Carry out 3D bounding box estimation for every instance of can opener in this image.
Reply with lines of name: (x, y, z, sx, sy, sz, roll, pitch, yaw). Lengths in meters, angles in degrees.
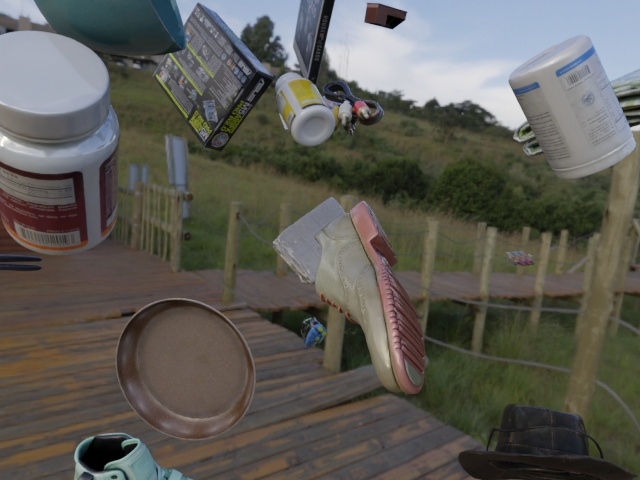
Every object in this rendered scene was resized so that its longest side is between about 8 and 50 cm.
can opener: (-0.881, 0.063, 1.321, 0.186, 0.059, 0.073, -5, 2, -36)

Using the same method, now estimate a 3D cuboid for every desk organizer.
desk organizer: (0.183, -0.626, 1.329, 0.130, 0.050, 0.047, -11, 28, -42)

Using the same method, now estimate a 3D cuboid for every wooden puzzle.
wooden puzzle: (0.482, 0.044, 1.149, 0.083, 0.006, 0.049, -3, 36, -22)

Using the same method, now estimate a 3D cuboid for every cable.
cable: (0.071, -0.353, 1.187, 0.140, 0.072, 0.287, -19, 44, 11)

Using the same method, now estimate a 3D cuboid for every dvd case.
dvd case: (-0.018, -0.515, 1.112, 0.030, 0.238, 0.179, -3, 52, -17)

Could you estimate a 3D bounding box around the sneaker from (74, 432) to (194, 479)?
sneaker: (-0.225, 0.351, 0.659, 0.256, 0.151, 0.094, 14, 37, 1)

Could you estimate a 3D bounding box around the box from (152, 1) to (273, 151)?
box: (-0.257, -0.378, 1.099, 0.270, 0.216, 0.060, 52, 25, 22)

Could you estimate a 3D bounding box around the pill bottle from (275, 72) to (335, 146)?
pill bottle: (-0.043, -0.306, 1.085, 0.103, 0.103, 0.184, 1, 45, -29)

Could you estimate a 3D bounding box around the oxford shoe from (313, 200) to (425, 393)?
oxford shoe: (0.075, 0.101, 0.830, 0.147, 0.140, 0.397, -27, 38, 14)

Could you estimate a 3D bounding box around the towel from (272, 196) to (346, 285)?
towel: (0.000, 0.000, 1.486, 0.282, 0.187, 0.049, -37, -7, -31)

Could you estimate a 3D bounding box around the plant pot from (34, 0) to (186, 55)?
plant pot: (-0.392, -0.456, 0.845, 0.195, 0.290, 0.290, -19, 9, 2)

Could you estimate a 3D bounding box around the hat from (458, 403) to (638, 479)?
hat: (0.420, 0.389, 0.918, 0.331, 0.134, 0.331, 7, -32, 4)

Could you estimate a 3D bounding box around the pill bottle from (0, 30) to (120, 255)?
pill bottle: (-0.493, -0.160, 0.879, 0.224, 0.224, 0.392, 3, -33, -23)

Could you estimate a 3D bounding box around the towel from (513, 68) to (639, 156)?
towel: (0.608, -0.287, 0.906, 0.375, 0.090, 0.320, -26, 7, -20)

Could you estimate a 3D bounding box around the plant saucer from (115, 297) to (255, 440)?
plant saucer: (-0.278, 0.266, 1.000, 0.311, 0.310, 0.050, 8, 10, 11)

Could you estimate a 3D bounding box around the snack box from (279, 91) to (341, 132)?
snack box: (-0.026, -0.372, 1.378, 0.178, 0.064, 0.022, -21, -25, 0)

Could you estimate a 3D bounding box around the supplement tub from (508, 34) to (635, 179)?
supplement tub: (0.221, -0.116, 0.421, 0.071, 0.107, 0.071, -30, 14, 8)

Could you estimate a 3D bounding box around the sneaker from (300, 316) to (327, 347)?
sneaker: (-0.028, 0.249, 1.308, 0.067, 0.078, 0.188, -28, -13, -11)
